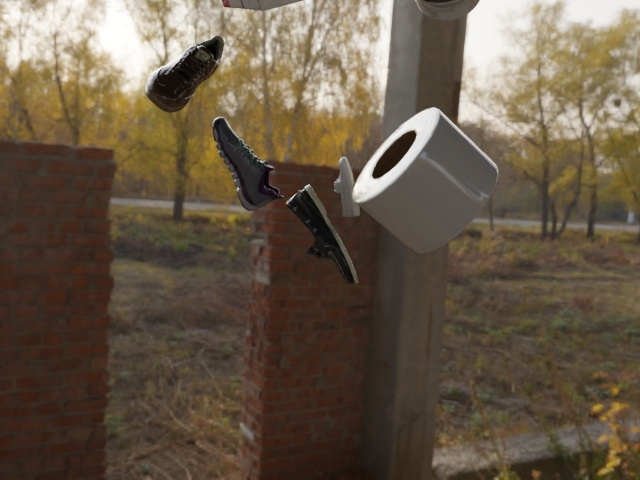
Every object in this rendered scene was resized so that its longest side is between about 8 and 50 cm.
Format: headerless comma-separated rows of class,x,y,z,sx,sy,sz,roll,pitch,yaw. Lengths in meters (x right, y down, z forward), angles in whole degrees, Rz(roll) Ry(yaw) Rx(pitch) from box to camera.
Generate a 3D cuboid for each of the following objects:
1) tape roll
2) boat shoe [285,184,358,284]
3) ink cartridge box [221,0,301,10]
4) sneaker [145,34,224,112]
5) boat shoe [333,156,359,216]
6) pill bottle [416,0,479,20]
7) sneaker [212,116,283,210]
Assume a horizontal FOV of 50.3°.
tape roll,0.204,-0.119,1.358,0.169,0.246,0.246,39,-6,-17
boat shoe,0.000,-0.001,2.082,0.113,0.340,0.127,-28,-4,-2
ink cartridge box,-0.098,-0.540,1.391,0.172,0.100,0.237,-22,27,-17
sneaker,-0.198,-0.257,1.010,0.066,0.071,0.188,37,34,-13
boat shoe,0.072,-0.157,2.046,0.063,0.184,0.066,-10,21,10
pill bottle,0.216,-0.526,1.219,0.161,0.161,0.283,6,-12,17
sneaker,-0.160,-0.182,1.532,0.098,0.223,0.083,-18,15,17
